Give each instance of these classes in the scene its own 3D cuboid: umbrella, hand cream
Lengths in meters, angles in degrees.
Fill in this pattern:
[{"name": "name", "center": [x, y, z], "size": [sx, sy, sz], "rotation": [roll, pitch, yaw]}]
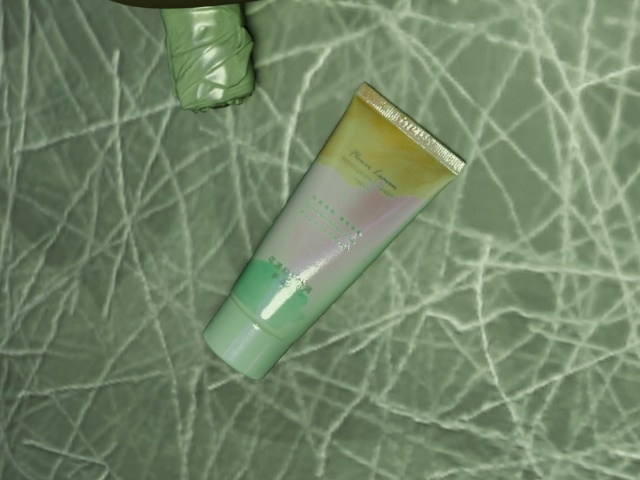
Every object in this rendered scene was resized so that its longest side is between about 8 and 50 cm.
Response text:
[{"name": "umbrella", "center": [-0.071, -0.144, 0.616], "size": [0.067, 0.062, 0.143], "rotation": [-7, 101, 45]}, {"name": "hand cream", "center": [0.000, 0.000, 0.634], "size": [0.076, 0.047, 0.174], "rotation": [40, 98, 5]}]

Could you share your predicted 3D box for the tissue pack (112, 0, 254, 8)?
[{"name": "tissue pack", "center": [0.043, -0.260, 0.447], "size": [0.387, 0.267, 0.277], "rotation": [-8, 95, 8]}]
